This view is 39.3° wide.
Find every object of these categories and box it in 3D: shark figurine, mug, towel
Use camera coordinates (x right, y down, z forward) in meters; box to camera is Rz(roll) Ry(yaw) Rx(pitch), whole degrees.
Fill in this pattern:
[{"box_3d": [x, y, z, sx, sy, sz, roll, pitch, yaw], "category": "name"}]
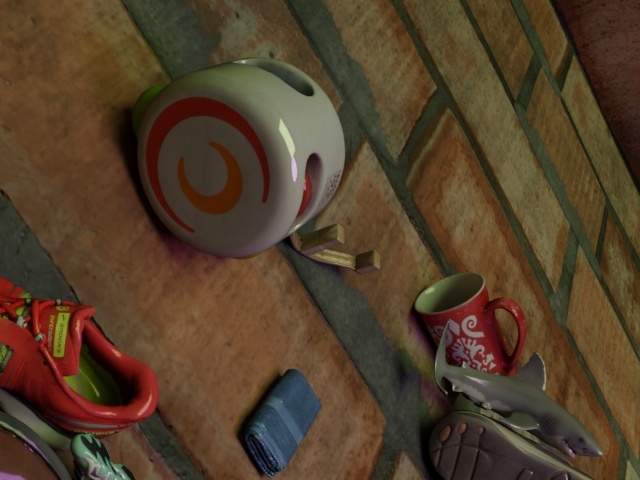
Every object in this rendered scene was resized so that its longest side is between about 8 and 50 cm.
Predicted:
[{"box_3d": [0.267, 0.201, 1.280, 0.278, 0.166, 0.116, 29, 87, -7], "category": "shark figurine"}, {"box_3d": [0.232, 0.151, 1.339, 0.113, 0.150, 0.169, -31, 109, -18], "category": "mug"}, {"box_3d": [-0.043, 0.199, 0.991, 0.067, 0.029, 0.119, 62, 34, -15], "category": "towel"}]

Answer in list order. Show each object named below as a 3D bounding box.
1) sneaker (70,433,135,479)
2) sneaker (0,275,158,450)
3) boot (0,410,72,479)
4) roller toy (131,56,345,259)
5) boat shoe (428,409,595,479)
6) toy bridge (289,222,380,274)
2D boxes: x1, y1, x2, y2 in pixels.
[{"box_3d": [-0.197, 0.201, 0.730, 0.038, 0.069, 0.098, 54, -8, 44], "category": "sneaker"}, {"box_3d": [-0.233, 0.065, 0.689, 0.279, 0.118, 0.107, 42, 42, -38], "category": "sneaker"}, {"box_3d": [-0.276, 0.210, 0.510, 0.264, 0.096, 0.281, 51, 32, -38], "category": "boot"}, {"box_3d": [-0.077, -0.088, 0.934, 0.146, 0.191, 0.209, -36, 104, -58], "category": "roller toy"}, {"box_3d": [0.318, 0.348, 1.254, 0.355, 0.132, 0.130, 38, 14, 8], "category": "boat shoe"}, {"box_3d": [0.000, 0.000, 1.126, 0.188, 0.063, 0.026, 33, 48, -47], "category": "toy bridge"}]
